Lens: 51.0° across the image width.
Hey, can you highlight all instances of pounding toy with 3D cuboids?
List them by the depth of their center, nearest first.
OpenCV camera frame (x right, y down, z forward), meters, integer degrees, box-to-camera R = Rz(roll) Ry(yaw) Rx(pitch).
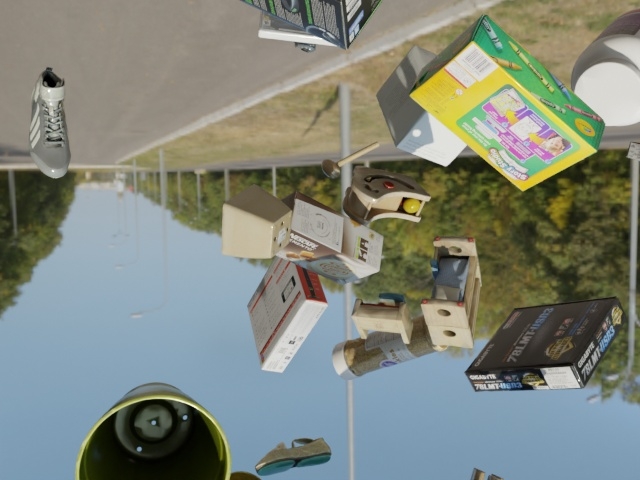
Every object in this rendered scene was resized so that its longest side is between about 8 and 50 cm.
[{"bbox_3d":[0.143,-0.134,1.613,0.270,0.154,0.154,9,-146,-20],"label":"pounding toy"}]

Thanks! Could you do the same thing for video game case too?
[{"bbox_3d":[-0.041,-0.511,1.532,0.191,0.173,0.022,5,141,-5],"label":"video game case"}]

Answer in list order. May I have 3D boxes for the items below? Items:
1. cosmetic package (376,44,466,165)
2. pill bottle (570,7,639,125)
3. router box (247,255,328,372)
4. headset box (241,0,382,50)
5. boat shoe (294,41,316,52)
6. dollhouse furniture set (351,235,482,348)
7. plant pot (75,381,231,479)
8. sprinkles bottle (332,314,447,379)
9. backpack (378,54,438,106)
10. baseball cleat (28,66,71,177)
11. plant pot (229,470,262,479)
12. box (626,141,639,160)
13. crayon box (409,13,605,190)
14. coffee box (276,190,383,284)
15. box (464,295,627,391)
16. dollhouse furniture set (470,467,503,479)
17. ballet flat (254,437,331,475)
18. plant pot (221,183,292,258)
[{"bbox_3d":[0.240,-0.291,1.457,0.151,0.183,0.151,15,134,-30],"label":"cosmetic package"},{"bbox_3d":[0.622,-0.347,1.359,0.182,0.181,0.323,3,-150,38],"label":"pill bottle"},{"bbox_3d":[-0.120,0.214,2.230,0.082,0.335,0.301,14,-145,-28],"label":"router box"},{"bbox_3d":[-0.018,-0.495,1.117,0.283,0.246,0.131,29,165,15],"label":"headset box"},{"bbox_3d":[-0.062,-0.596,1.949,0.065,0.083,0.183,13,-169,-33],"label":"boat shoe"},{"bbox_3d":[0.152,0.078,1.069,0.184,0.129,0.129,2,144,21],"label":"dollhouse furniture set"},{"bbox_3d":[-0.442,0.537,1.790,0.367,0.366,0.353,-2,-175,-14],"label":"plant pot"},{"bbox_3d":[0.205,0.318,2.011,0.356,0.121,0.121,-25,171,32],"label":"sprinkles bottle"},{"bbox_3d":[0.368,-0.368,1.755,0.290,0.273,0.355,24,-171,-20],"label":"backpack"},{"bbox_3d":[-0.496,-0.221,1.224,0.072,0.205,0.109,-6,159,-30],"label":"baseball cleat"},{"bbox_3d":[-0.210,0.691,1.759,0.134,0.095,0.134,18,-154,-9],"label":"plant pot"},{"bbox_3d":[0.825,-0.185,1.503,0.184,0.045,0.191,-3,-159,-33],"label":"box"},{"bbox_3d":[0.309,-0.220,1.119,0.278,0.081,0.165,37,147,-13],"label":"crayon box"},{"bbox_3d":[0.000,0.000,1.496,0.247,0.098,0.141,26,148,-29],"label":"coffee box"},{"bbox_3d":[0.542,0.251,1.620,0.293,0.073,0.296,-14,-163,48],"label":"box"},{"bbox_3d":[0.392,0.543,1.217,0.212,0.160,0.242,20,169,-4],"label":"dollhouse furniture set"},{"bbox_3d":[-0.056,0.400,1.255,0.168,0.057,0.052,4,-137,-36],"label":"ballet flat"},{"bbox_3d":[-0.112,-0.027,1.245,0.096,0.109,0.109,18,-148,21],"label":"plant pot"}]
